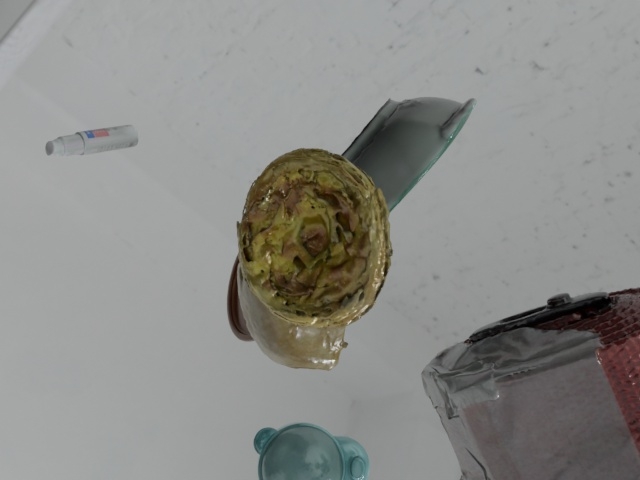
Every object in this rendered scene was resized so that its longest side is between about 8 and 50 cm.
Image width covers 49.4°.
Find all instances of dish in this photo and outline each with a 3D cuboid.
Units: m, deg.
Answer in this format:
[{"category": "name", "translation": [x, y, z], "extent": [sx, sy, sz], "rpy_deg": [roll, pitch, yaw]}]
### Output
[{"category": "dish", "translation": [0.062, -0.079, 0.738], "extent": [0.224, 0.078, 0.246], "rpy_deg": [-47, -176, 48]}]

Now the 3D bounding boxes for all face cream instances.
[{"category": "face cream", "translation": [-0.319, -0.138, 0.974], "extent": [0.130, 0.034, 0.034], "rpy_deg": [-20, 178, -43]}]

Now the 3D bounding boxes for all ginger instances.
[{"category": "ginger", "translation": [-0.062, 0.109, 1.167], "extent": [0.152, 0.267, 0.138], "rpy_deg": [-36, -164, 0]}]

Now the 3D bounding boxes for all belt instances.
[{"category": "belt", "translation": [0.178, 0.104, 0.514], "extent": [0.201, 0.124, 0.128], "rpy_deg": [-22, -177, 22]}]

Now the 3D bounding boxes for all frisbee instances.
[{"category": "frisbee", "translation": [-0.117, 0.075, 1.361], "extent": [0.251, 0.021, 0.251], "rpy_deg": [-30, -129, 45]}]

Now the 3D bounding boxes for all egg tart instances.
[{"category": "egg tart", "translation": [0.000, 0.000, 0.495], "extent": [0.129, 0.129, 0.049], "rpy_deg": [-39, 165, 26]}]

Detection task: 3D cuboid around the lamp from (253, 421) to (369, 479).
[{"category": "lamp", "translation": [-0.020, 0.543, 1.666], "extent": [0.147, 0.284, 0.209], "rpy_deg": [-9, -104, 61]}]
